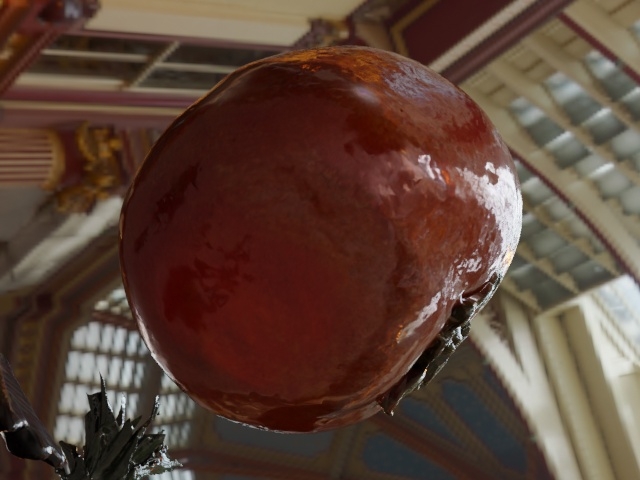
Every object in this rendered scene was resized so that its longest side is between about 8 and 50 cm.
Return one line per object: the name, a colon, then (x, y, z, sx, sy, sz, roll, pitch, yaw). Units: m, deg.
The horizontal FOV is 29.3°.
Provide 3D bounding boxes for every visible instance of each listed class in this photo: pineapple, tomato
pineapple: (-0.290, 0.350, 1.509, 0.166, 0.165, 0.364, 22, -100, 47)
tomato: (0.000, 0.000, 1.023, 0.290, 0.293, 0.325, 42, -55, 9)

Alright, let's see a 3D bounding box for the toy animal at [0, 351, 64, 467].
toy animal: (-0.156, 0.096, 0.347, 0.116, 0.218, 0.179, 11, -117, 38)
